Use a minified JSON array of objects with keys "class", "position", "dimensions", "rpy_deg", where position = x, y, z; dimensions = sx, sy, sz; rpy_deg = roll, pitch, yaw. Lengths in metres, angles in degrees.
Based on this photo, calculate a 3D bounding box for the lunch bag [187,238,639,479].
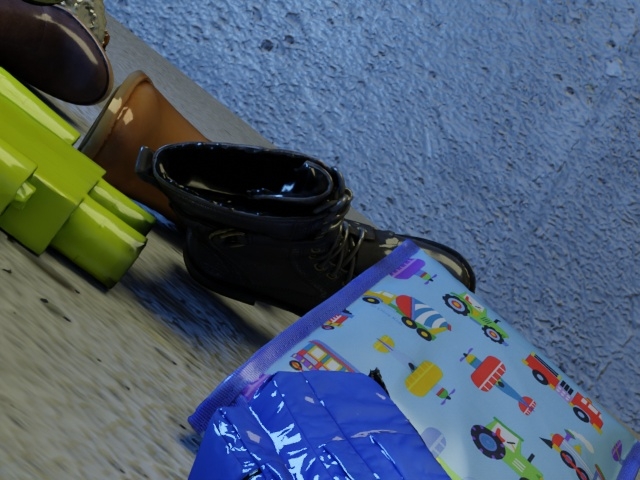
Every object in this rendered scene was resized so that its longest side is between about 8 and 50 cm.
[{"class":"lunch bag","position":[0.062,0.133,0.762],"dimensions":[0.221,0.138,0.293],"rpy_deg":[42,16,9]}]

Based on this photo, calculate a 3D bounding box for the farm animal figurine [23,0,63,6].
[{"class":"farm animal figurine","position":[-0.319,-0.251,0.868],"dimensions":[0.330,0.172,0.327],"rpy_deg":[12,-12,-13]}]

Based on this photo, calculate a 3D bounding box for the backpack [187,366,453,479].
[{"class":"backpack","position":[0.002,0.127,0.547],"dimensions":[0.101,0.098,0.120],"rpy_deg":[-3,31,-33]}]

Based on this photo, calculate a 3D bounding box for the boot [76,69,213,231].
[{"class":"boot","position":[-0.097,-0.035,1.118],"dimensions":[0.220,0.109,0.283],"rpy_deg":[35,-6,3]}]

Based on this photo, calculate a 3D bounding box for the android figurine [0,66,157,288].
[{"class":"android figurine","position":[-0.231,-0.074,0.858],"dimensions":[0.273,0.056,0.248],"rpy_deg":[39,6,-7]}]

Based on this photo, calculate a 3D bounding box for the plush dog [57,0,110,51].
[{"class":"plush dog","position":[-0.330,-0.315,1.537],"dimensions":[0.262,0.211,0.225],"rpy_deg":[27,36,-61]}]

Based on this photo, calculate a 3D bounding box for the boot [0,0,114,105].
[{"class":"boot","position":[-0.328,-0.201,1.213],"dimensions":[0.248,0.090,0.207],"rpy_deg":[39,18,-2]}]

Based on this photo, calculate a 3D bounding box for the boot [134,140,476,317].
[{"class":"boot","position":[0.000,0.000,0.939],"dimensions":[0.263,0.091,0.229],"rpy_deg":[8,-16,-1]}]
